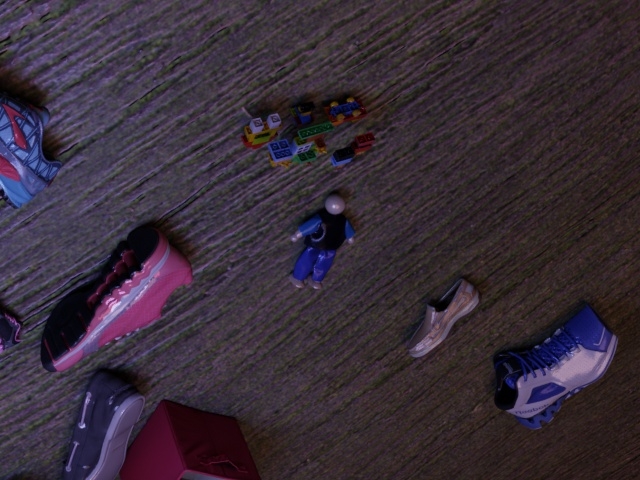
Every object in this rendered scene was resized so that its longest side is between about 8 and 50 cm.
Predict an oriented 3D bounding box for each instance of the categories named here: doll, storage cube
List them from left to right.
[{"bbox_3d":[-0.251,0.451,1.908,0.183,0.193,0.215,21,112,-35],"label":"storage cube"},{"bbox_3d":[0.000,0.000,1.787,0.129,0.046,0.189,7,121,-29],"label":"doll"}]

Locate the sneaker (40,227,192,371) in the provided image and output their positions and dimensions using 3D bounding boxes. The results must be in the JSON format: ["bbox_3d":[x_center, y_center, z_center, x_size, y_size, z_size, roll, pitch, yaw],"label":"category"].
[{"bbox_3d":[-0.339,0.126,1.681,0.314,0.116,0.136,-43,131,10],"label":"sneaker"}]

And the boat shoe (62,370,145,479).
[{"bbox_3d":[-0.422,0.380,1.860,0.112,0.095,0.335,-25,148,-56],"label":"boat shoe"}]

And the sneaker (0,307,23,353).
[{"bbox_3d":[-0.525,0.136,1.653,0.057,0.047,0.119,-16,137,-21],"label":"sneaker"}]

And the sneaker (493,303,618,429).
[{"bbox_3d":[0.486,0.276,2.159,0.182,0.127,0.315,21,115,-37],"label":"sneaker"}]

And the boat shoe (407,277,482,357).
[{"bbox_3d":[0.235,0.151,2.002,0.190,0.068,0.072,-47,117,1],"label":"boat shoe"}]

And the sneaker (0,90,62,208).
[{"bbox_3d":[-0.460,-0.176,1.434,0.125,0.104,0.262,-36,137,-19],"label":"sneaker"}]

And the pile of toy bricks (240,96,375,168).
[{"bbox_3d":[-0.020,-0.157,1.639,0.212,0.118,0.105,-17,162,-24],"label":"pile of toy bricks"}]
